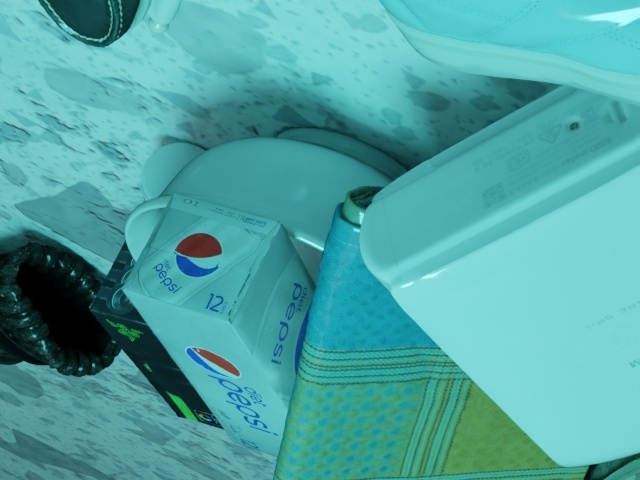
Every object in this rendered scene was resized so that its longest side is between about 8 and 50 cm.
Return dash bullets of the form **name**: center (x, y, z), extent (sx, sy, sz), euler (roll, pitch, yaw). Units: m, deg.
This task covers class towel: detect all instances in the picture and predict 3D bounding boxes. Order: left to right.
- **towel**: center (0.109, 0.106, 1.367), extent (0.271, 0.040, 0.370), euler (1, 133, -14)

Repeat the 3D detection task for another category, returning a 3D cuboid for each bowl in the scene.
- **bowl**: center (0.000, 0.000, 1.465), extent (0.298, 0.134, 0.298), euler (22, 158, 9)

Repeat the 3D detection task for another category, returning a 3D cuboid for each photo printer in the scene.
- **photo printer**: center (0.209, 0.029, 1.210), extent (0.256, 0.107, 0.307), euler (-28, 134, 18)

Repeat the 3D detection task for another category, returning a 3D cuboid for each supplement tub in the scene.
- **supplement tub**: center (-0.123, -0.035, 1.601), extent (0.071, 0.071, 0.107), euler (21, 159, 9)

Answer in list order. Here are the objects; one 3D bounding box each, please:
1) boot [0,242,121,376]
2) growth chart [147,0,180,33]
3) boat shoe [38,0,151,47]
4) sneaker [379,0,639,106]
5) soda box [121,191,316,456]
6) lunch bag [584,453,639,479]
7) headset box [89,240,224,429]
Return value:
- **boot**: center (-0.408, 0.046, 1.999), extent (0.348, 0.131, 0.260), euler (24, 168, -28)
- **growth chart**: center (-0.200, -0.230, 1.307), extent (0.237, 0.021, 0.172), euler (23, 157, 4)
- **boat shoe**: center (-0.190, -0.219, 1.185), extent (0.114, 0.091, 0.302), euler (13, 150, 21)
- **sneaker**: center (0.151, -0.159, 0.944), extent (0.366, 0.135, 0.150), euler (4, 153, 40)
- **soda box**: center (-0.049, 0.080, 1.397), extent (0.098, 0.091, 0.286), euler (15, 156, 25)
- **lunch bag**: center (0.333, 0.207, 1.541), extent (0.235, 0.169, 0.287), euler (28, 154, -8)
- **headset box**: center (-0.057, 0.098, 1.754), extent (0.283, 0.131, 0.246), euler (14, 155, 26)
